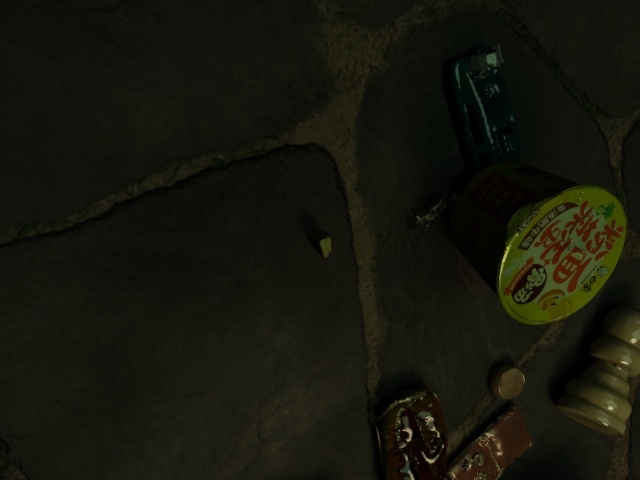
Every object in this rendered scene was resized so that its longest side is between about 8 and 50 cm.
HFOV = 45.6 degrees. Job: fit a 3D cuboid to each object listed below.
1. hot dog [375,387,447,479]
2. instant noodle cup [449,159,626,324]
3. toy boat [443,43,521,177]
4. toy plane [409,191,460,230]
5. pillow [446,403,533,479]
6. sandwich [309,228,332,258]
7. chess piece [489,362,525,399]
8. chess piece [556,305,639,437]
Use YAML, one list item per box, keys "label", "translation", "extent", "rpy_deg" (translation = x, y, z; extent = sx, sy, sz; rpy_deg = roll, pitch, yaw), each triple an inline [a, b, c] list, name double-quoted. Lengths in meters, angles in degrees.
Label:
- label: "hot dog"
  translation: [0.201, 0.438, 1.604]
  extent: [0.162, 0.082, 0.270]
  rpy_deg: [-15, 105, -26]
- label: "instant noodle cup"
  translation: [0.412, -0.016, 1.518]
  extent: [0.311, 0.221, 0.311]
  rpy_deg: [-13, 122, -22]
- label: "toy boat"
  translation: [0.354, -0.243, 1.556]
  extent: [0.134, 0.092, 0.299]
  rpy_deg: [-31, 112, -23]
- label: "toy plane"
  translation: [0.227, -0.061, 1.545]
  extent: [0.120, 0.049, 0.031]
  rpy_deg: [-39, 115, 2]
- label: "pillow"
  translation: [0.386, 0.486, 1.732]
  extent: [0.232, 0.043, 0.126]
  rpy_deg: [-37, 113, -18]
- label: "sandwich"
  translation: [0.000, 0.000, 1.440]
  extent: [0.031, 0.083, 0.044]
  rpy_deg: [-36, 70, -12]
- label: "chess piece"
  translation: [0.421, 0.319, 1.723]
  extent: [0.083, 0.038, 0.084]
  rpy_deg: [-6, 104, -26]
- label: "chess piece"
  translation: [0.690, 0.296, 1.810]
  extent: [0.167, 0.167, 0.300]
  rpy_deg: [33, 77, -29]
